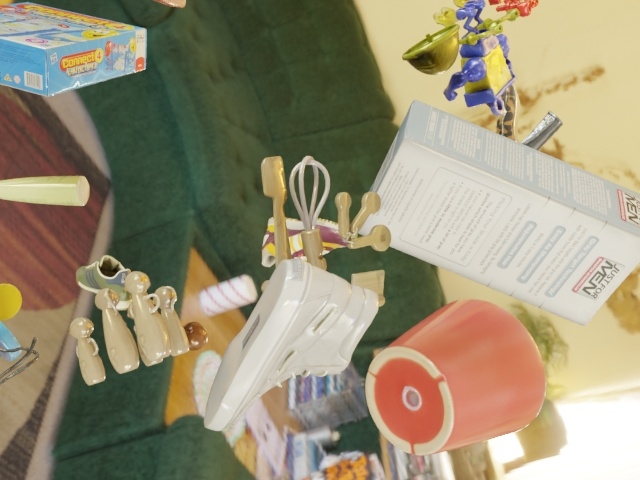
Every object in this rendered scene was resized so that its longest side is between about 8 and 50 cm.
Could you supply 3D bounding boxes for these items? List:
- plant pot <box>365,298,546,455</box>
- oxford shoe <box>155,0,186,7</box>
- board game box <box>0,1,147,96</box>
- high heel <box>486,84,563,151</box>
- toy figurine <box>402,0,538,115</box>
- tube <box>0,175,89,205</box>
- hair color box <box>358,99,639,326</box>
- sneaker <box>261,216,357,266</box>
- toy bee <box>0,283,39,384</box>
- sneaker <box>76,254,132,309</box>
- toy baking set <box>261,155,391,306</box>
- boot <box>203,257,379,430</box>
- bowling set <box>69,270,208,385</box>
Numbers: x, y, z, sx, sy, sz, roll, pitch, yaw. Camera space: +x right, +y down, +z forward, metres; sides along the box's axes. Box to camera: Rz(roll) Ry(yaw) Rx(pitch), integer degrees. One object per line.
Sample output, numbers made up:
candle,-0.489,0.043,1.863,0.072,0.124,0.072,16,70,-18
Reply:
plant pot,0.232,0.259,1.387,0.243,0.275,0.275,-11,80,-45
oxford shoe,-0.302,-0.468,1.117,0.146,0.140,0.397,-64,159,2
board game box,-0.549,-0.378,1.466,0.302,0.308,0.086,-45,147,-59
high heel,0.353,-0.245,1.606,0.261,0.186,0.093,45,4,34
toy figurine,0.311,-0.318,1.375,0.362,0.191,0.217,-47,127,-43
tube,-0.593,-0.103,1.533,0.070,0.240,0.062,83,10,-53
hair color box,0.265,-0.036,1.107,0.114,0.374,0.185,-70,-176,-50
sneaker,-0.018,0.013,1.163,0.069,0.185,0.084,21,78,-40
toy bee,-0.482,0.116,1.034,0.162,0.298,0.195,56,33,-11
sneaker,-0.426,0.065,1.509,0.064,0.192,0.086,-14,117,-40
toy baking set,-0.001,0.007,0.955,0.256,0.030,0.197,27,72,-39
boot,-0.035,0.139,0.857,0.123,0.258,0.095,21,35,-17
bowling set,-0.316,0.148,1.386,0.200,0.287,0.154,-11,80,-51
